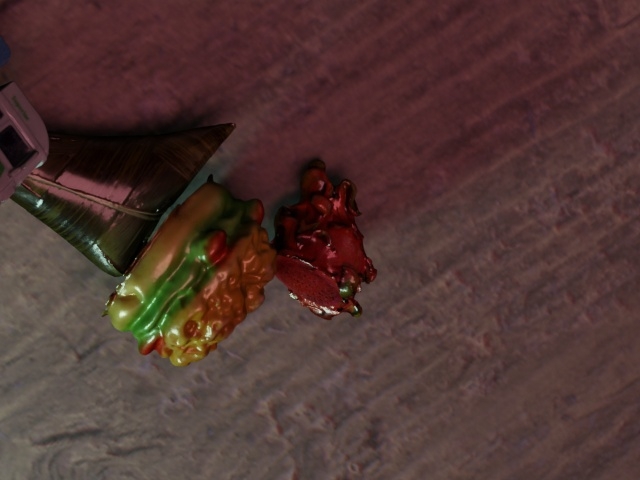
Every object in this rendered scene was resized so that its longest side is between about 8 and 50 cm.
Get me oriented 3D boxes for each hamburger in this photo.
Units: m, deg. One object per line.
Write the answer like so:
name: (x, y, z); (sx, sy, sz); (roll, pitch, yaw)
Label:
hamburger: (-0.141, 0.047, 1.988); (0.149, 0.237, 0.237); (37, 102, 4)

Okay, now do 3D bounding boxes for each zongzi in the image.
zongzi: (-0.264, -0.115, 1.951); (0.247, 0.111, 0.241); (38, 93, -26)

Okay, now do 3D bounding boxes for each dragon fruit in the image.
dragon fruit: (0.000, 0.000, 2.096); (0.150, 0.133, 0.208); (-3, 91, -59)

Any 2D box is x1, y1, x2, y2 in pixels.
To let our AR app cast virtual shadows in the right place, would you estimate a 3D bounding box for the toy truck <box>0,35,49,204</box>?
toy truck: (-0.444, -0.190, 1.750); (0.175, 0.146, 0.367); (-42, 109, -30)
